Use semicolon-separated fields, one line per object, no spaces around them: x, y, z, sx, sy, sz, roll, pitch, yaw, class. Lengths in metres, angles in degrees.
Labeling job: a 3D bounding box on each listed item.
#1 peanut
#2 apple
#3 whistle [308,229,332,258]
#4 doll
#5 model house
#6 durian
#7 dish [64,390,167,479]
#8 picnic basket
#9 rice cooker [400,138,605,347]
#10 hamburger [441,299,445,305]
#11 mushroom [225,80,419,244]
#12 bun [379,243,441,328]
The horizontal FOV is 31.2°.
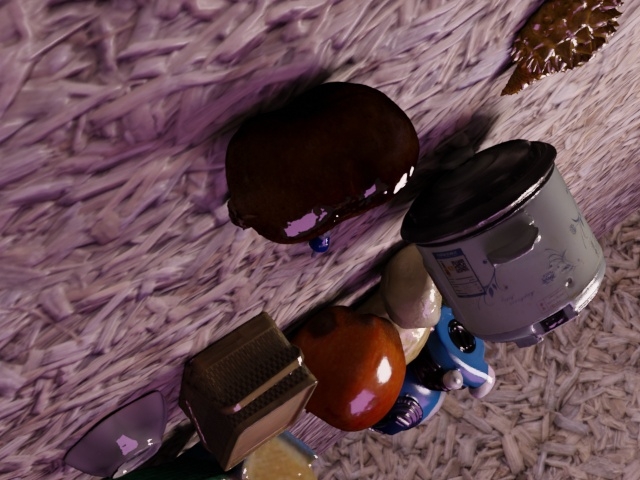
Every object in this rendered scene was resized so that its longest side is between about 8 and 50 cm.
0.102;0.193;2.207;0.313;0.152;0.152;-39;165;9;peanut
0.044;0.220;2.027;0.230;0.230;0.230;-36;165;-11;apple
0.000;0.000;1.601;0.083;0.029;0.033;113;-1;-53;whistle
0.185;0.266;2.392;0.310;0.240;0.284;-37;-148;37;doll
-0.224;0.517;2.095;0.382;0.342;0.334;-8;156;-47;model house
0.313;-0.250;1.501;0.140;0.078;0.224;-24;158;-43;durian
-0.298;0.315;1.764;0.191;0.066;0.190;-35;165;-11;dish
-0.120;0.247;1.840;0.165;0.139;0.266;-32;164;-22;picnic basket
0.273;-0.010;1.736;0.264;0.316;0.316;-29;167;10;rice cooker
0.336;0.121;2.537;0.237;0.149;0.237;-37;164;-12;hamburger
-0.025;-0.068;1.213;0.227;0.148;0.217;-19;176;-28;mushroom
0.161;0.077;2.046;0.113;0.166;0.173;3;161;12;bun
